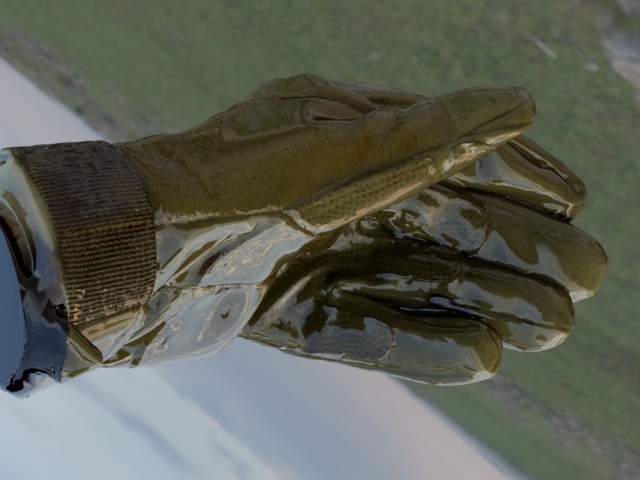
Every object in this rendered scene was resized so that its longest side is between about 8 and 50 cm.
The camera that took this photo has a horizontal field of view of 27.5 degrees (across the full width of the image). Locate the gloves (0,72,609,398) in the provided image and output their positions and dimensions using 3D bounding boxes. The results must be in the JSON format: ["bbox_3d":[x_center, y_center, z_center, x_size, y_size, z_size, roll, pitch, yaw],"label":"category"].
[{"bbox_3d":[-0.010,-0.004,0.639,0.331,0.154,0.141,-8,-164,-29],"label":"gloves"}]
